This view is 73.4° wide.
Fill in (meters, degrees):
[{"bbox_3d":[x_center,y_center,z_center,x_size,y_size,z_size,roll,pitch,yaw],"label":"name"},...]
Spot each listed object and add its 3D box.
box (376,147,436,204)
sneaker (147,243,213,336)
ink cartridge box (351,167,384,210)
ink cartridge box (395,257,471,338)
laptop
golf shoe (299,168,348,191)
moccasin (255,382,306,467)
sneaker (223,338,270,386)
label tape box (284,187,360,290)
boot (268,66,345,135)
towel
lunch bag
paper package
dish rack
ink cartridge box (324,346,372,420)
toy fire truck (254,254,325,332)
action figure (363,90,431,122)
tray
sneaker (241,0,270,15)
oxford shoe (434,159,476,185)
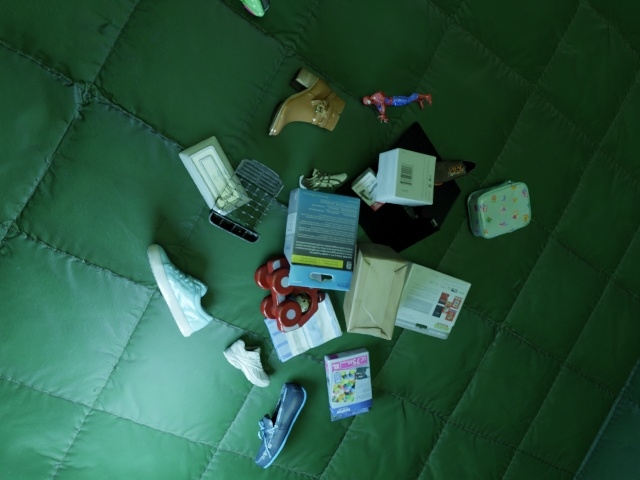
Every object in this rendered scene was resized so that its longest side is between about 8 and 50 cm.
[{"bbox_3d":[0.315,-0.228,1.587,0.182,0.119,0.180,6,88,-27],"label":"box"},{"bbox_3d":[-0.496,0.159,1.543,0.150,0.135,0.365,-26,115,-20],"label":"sneaker"},{"bbox_3d":[0.199,-0.197,1.659,0.135,0.056,0.099,41,114,-15],"label":"ink cartridge box"},{"bbox_3d":[0.446,0.251,1.857,0.310,0.130,0.271,20,94,-20],"label":"ink cartridge box"},{"bbox_3d":[0.341,-0.206,1.806,0.408,0.236,0.381,-32,109,19],"label":"laptop"},{"bbox_3d":[0.014,-0.240,1.662,0.198,0.077,0.093,-21,104,-15],"label":"golf shoe"},{"bbox_3d":[-0.186,0.736,1.746,0.117,0.138,0.341,32,74,-16],"label":"moccasin"},{"bbox_3d":[-0.263,0.478,1.686,0.115,0.090,0.232,-46,110,-10],"label":"sneaker"},{"bbox_3d":[0.000,0.000,1.589,0.250,0.115,0.346,8,86,-22],"label":"label tape box"},{"bbox_3d":[-0.050,-0.468,1.601,0.220,0.109,0.283,31,81,-24],"label":"boot"},{"bbox_3d":[-0.065,0.355,1.758,0.285,0.034,0.209,-21,104,-14],"label":"towel"},{"bbox_3d":[0.798,-0.145,1.918,0.280,0.108,0.223,-18,101,-15],"label":"lunch bag"},{"bbox_3d":[0.198,0.180,1.650,0.168,0.325,0.308,10,97,-2],"label":"paper package"},{"bbox_3d":[-0.260,-0.148,1.559,0.208,0.074,0.271,30,96,-34],"label":"dish rack"},{"bbox_3d":[0.125,0.631,1.853,0.186,0.065,0.310,-8,103,-16],"label":"ink cartridge box"},{"bbox_3d":[-0.096,0.190,1.656,0.254,0.169,0.301,-15,101,-30],"label":"toy fire truck"},{"bbox_3d":[0.299,-0.517,1.699,0.281,0.091,0.138,-1,90,-18],"label":"action figure"},{"bbox_3d":[-0.380,-0.227,1.560,0.145,0.030,0.270,-31,107,-12],"label":"tray"},{"bbox_3d":[-0.234,-0.998,1.399,0.203,0.185,0.481,-15,104,-11],"label":"sneaker"},{"bbox_3d":[0.534,-0.293,1.769,0.272,0.098,0.096,-20,94,-35],"label":"oxford shoe"}]
